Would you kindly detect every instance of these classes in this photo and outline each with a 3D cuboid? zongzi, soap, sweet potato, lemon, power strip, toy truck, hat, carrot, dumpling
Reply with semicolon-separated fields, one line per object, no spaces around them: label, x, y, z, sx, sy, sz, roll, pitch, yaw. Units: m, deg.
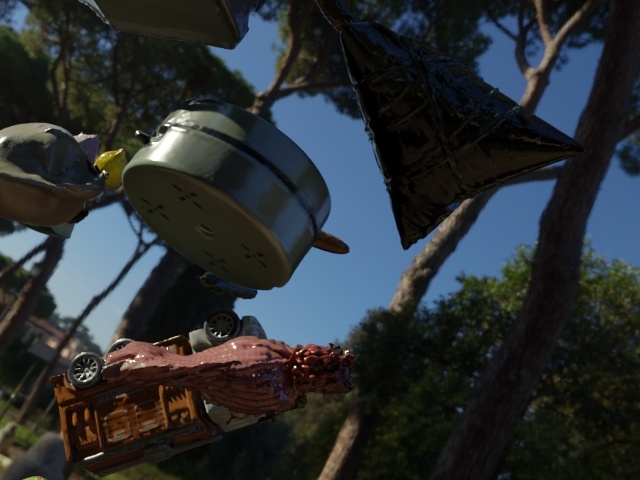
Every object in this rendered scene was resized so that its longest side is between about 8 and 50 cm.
zongzi;0.243;-0.205;1.208;0.362;0.319;0.383;-16;-88;31
soap;-0.295;-0.576;1.324;0.435;0.350;0.213;13;-20;25
sweet potato;0.011;-0.476;1.329;0.075;0.075;0.273;61;6;-57
lemon;-0.408;-0.141;1.385;0.065;0.092;0.065;34;17;-12
power strip;-0.166;-0.081;1.225;0.358;0.161;0.357;25;-27;14
toy truck;-0.272;0.286;1.303;0.173;0.388;0.207;72;-1;-59
hat;-0.096;0.172;0.872;0.286;0.107;0.237;-4;-11;15
carrot;0.000;0.000;1.571;0.139;0.048;0.048;21;-16;-14
dumpling;-0.465;-0.091;1.083;0.293;0.204;0.163;18;-54;23

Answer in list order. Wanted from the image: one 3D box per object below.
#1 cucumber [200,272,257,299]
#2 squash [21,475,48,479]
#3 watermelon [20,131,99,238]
cucumber;-0.238;0.115;1.862;0.068;0.067;0.293;24;-2;17
squash;-0.338;0.350;0.754;0.066;0.201;0.066;22;-11;5
watermelon;-0.630;-0.138;1.664;0.250;0.293;0.283;47;-14;46
